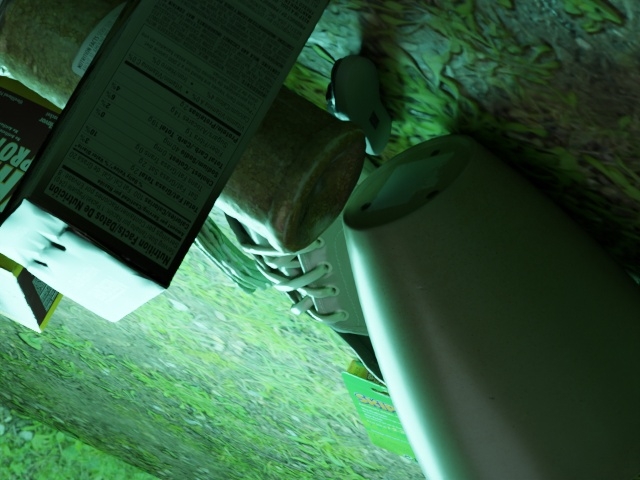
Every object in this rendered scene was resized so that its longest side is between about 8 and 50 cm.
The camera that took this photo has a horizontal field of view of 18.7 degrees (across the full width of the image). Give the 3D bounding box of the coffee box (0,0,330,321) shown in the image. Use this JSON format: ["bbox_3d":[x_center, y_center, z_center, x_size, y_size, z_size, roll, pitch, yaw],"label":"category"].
[{"bbox_3d":[-0.109,-0.104,1.402,0.119,0.297,0.168,32,162,-12],"label":"coffee box"}]

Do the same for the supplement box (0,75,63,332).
[{"bbox_3d":[-0.317,-0.039,2.044,0.129,0.191,0.194,25,162,10],"label":"supplement box"}]

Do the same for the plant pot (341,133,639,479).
[{"bbox_3d":[0.139,0.056,1.623,0.256,0.256,0.274,0,130,55],"label":"plant pot"}]

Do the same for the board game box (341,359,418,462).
[{"bbox_3d":[0.104,0.218,2.383,0.124,0.039,0.259,21,163,19],"label":"board game box"}]

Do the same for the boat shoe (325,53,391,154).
[{"bbox_3d":[0.025,-0.112,1.593,0.040,0.049,0.142,22,163,20],"label":"boat shoe"}]

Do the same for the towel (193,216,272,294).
[{"bbox_3d":[-0.175,-0.082,1.822,0.248,0.038,0.325,45,178,30],"label":"towel"}]

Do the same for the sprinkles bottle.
[{"bbox_3d":[-0.136,-0.126,1.586,0.355,0.121,0.121,32,164,18],"label":"sprinkles bottle"}]

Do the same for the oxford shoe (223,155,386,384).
[{"bbox_3d":[0.000,0.000,1.804,0.169,0.130,0.449,10,153,47],"label":"oxford shoe"}]
